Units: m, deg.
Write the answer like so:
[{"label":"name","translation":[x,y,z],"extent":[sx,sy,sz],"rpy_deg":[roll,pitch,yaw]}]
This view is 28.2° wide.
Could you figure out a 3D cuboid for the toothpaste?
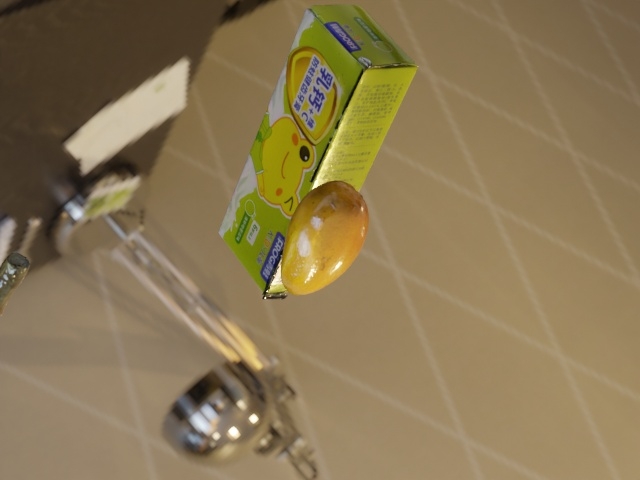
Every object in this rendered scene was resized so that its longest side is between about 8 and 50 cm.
[{"label":"toothpaste","translation":[-0.010,-0.090,1.374],"extent":[0.077,0.110,0.327],"rpy_deg":[-9,137,-37]}]

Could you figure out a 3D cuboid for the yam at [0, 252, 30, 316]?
[{"label":"yam","translation":[-0.301,0.086,1.079],"extent":[0.234,0.027,0.029],"rpy_deg":[-46,-154,36]}]

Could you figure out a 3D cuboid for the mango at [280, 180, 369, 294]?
[{"label":"mango","translation":[0.000,0.000,0.892],"extent":[0.060,0.046,0.089],"rpy_deg":[18,112,-41]}]
